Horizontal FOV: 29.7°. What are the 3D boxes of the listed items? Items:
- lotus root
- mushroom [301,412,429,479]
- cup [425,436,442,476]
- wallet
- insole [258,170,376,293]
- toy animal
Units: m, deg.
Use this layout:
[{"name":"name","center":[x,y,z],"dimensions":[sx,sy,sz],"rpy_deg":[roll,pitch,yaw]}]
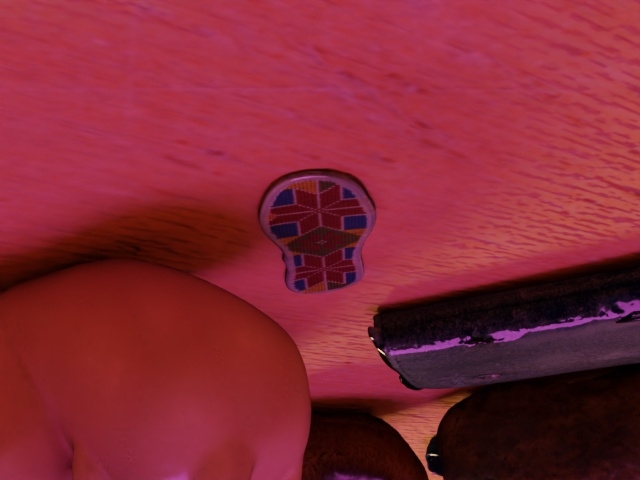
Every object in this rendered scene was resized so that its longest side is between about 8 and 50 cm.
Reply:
[{"name":"lotus root","center":[0.247,0.198,1.122],"dimensions":[0.275,0.151,0.160],"rpy_deg":[-17,149,18]},{"name":"mushroom","center":[-0.009,0.230,1.158],"dimensions":[0.231,0.138,0.194],"rpy_deg":[18,162,-30]},{"name":"cup","center":[0.195,0.273,1.356],"dimensions":[0.150,0.113,0.138],"rpy_deg":[-6,158,-11]},{"name":"wallet","center":[0.238,0.058,0.893],"dimensions":[0.379,0.046,0.190],"rpy_deg":[-12,158,12]},{"name":"insole","center":[0.000,0.000,0.704],"dimensions":[0.065,0.006,0.193],"rpy_deg":[-8,159,-1]},{"name":"toy animal","center":[-0.127,0.089,0.677],"dimensions":[0.250,0.154,0.166],"rpy_deg":[-5,159,22]}]
